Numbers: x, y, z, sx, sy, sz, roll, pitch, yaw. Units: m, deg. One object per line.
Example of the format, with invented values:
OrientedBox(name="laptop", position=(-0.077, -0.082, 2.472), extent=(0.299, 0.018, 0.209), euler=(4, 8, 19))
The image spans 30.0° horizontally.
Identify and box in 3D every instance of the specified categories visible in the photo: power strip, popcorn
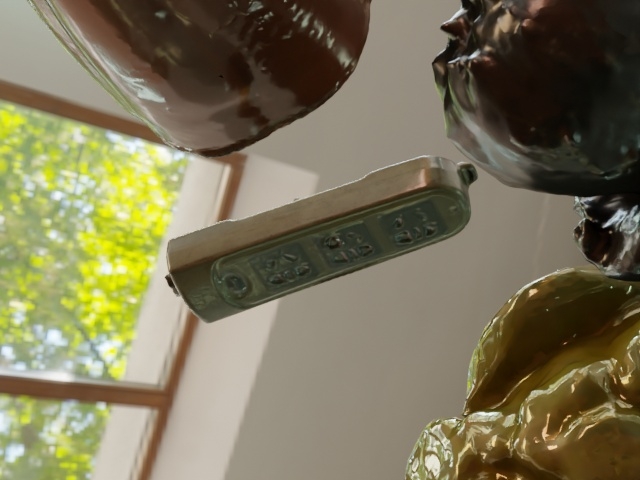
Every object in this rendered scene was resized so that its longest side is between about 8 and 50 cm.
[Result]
OrientedBox(name="power strip", position=(0.000, -0.002, 1.019), extent=(0.286, 0.080, 0.048), euler=(-19, -132, 12))
OrientedBox(name="popcorn", position=(0.228, 0.177, 0.736), extent=(0.292, 0.334, 0.294), euler=(-48, -128, 33))

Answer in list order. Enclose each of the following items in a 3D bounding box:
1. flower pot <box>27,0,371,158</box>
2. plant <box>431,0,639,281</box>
OrientedBox(name="flower pot", position=(-0.084, -0.164, 0.645), extent=(0.190, 0.173, 0.191), euler=(-8, -111, 22))
OrientedBox(name="plant", position=(0.177, -0.068, 0.546), extent=(0.142, 0.256, 0.164), euler=(-94, -158, -54))
